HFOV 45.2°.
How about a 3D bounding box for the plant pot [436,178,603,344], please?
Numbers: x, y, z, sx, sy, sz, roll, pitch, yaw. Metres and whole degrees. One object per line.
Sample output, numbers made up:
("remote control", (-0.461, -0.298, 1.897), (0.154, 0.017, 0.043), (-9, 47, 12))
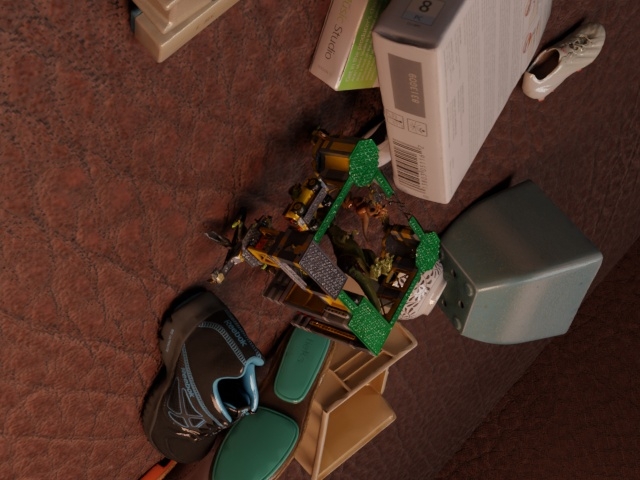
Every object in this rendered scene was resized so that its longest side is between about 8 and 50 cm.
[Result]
("plant pot", (0.363, 0.063, 1.565), (0.252, 0.247, 0.247), (-15, 139, -21))

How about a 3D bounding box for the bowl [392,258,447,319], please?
("bowl", (0.185, 0.089, 1.440), (0.170, 0.080, 0.170), (-56, 167, -20))

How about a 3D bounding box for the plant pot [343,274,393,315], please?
("plant pot", (0.068, 0.119, 1.343), (0.109, 0.096, 0.109), (-54, 151, 6))

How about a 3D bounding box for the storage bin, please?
("storage bin", (0.054, 0.302, 1.511), (0.260, 0.123, 0.262), (-31, 145, -31))

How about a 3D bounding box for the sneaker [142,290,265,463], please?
("sneaker", (-0.167, 0.234, 1.100), (0.125, 0.140, 0.340), (-30, 147, -37))

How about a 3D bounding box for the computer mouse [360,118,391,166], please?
("computer mouse", (0.119, -0.161, 1.132), (0.193, 0.042, 0.106), (-42, 162, -13))

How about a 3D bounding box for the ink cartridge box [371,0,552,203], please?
("ink cartridge box", (0.203, -0.283, 0.999), (0.385, 0.091, 0.308), (-59, 156, -22))

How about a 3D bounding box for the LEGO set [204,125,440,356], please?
("LEGO set", (0.000, 0.000, 1.072), (0.331, 0.192, 0.254), (38, 72, -48))

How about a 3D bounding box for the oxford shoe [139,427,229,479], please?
("oxford shoe", (-0.190, 0.373, 1.271), (0.271, 0.098, 0.097), (-45, 150, -9))

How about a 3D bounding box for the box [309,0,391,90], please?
("box", (0.141, -0.315, 0.981), (0.322, 0.058, 0.232), (-17, 137, -47))

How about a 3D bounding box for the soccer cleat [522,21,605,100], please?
("soccer cleat", (0.439, -0.331, 1.376), (0.196, 0.068, 0.076), (-43, 148, -8))

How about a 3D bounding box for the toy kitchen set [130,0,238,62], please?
("toy kitchen set", (-0.137, -0.273, 0.630), (0.122, 0.166, 0.207), (-42, -173, -13))

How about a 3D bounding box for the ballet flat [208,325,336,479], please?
("ballet flat", (-0.072, 0.287, 1.262), (0.124, 0.116, 0.342), (97, 17, -58))
